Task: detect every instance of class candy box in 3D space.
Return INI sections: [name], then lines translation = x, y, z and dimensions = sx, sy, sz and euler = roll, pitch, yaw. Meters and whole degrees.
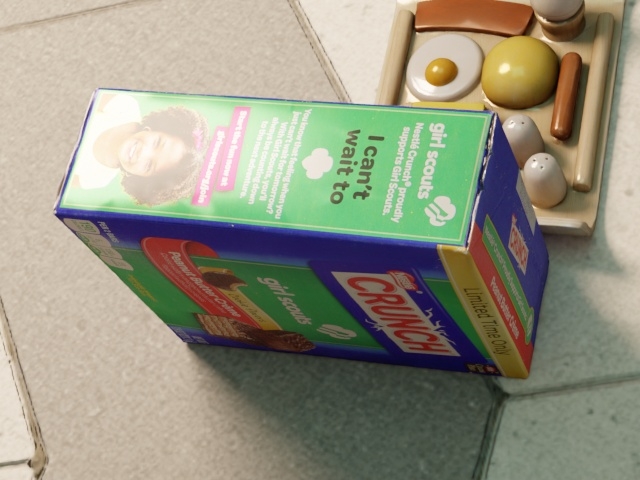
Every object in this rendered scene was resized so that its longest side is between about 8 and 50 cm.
[candy box]
translation = 0.000, 0.000, 1.088
dimensions = 0.317, 0.268, 0.122
euler = 4, 67, 20

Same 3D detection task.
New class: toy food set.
[toy food set]
translation = 0.143, -0.144, 1.232
dimensions = 0.220, 0.092, 0.306
euler = 4, 62, 19
